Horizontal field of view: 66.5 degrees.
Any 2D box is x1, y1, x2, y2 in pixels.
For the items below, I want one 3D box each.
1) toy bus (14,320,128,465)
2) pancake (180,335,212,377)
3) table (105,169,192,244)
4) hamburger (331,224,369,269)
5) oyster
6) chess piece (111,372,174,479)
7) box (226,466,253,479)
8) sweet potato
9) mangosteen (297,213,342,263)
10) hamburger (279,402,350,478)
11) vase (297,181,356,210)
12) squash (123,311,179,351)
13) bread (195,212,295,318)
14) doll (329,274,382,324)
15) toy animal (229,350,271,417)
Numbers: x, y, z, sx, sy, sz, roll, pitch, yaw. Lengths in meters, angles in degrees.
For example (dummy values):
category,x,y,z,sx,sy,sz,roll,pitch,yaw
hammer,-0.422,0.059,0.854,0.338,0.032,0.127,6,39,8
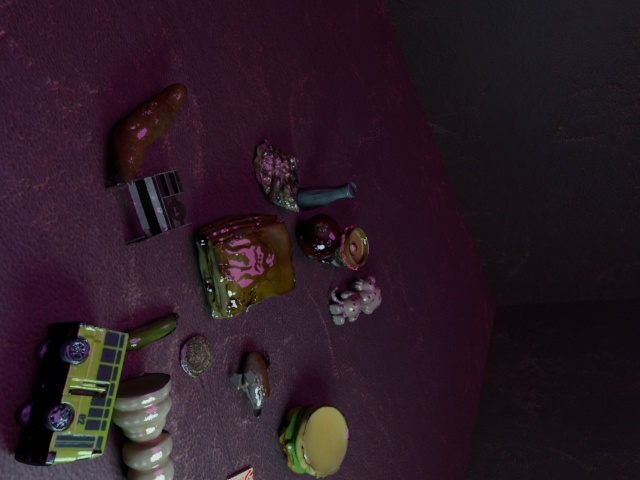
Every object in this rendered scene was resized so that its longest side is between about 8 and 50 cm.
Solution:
category,x,y,z,sx,sy,sz,roll,pitch,yaw
toy bus,-0.490,0.303,0.974,0.150,0.128,0.262,30,58,-49
pancake,-0.331,0.311,1.306,0.115,0.011,0.114,18,68,-53
table,-0.422,-0.086,1.219,0.175,0.063,0.146,-29,107,-53
hamburger,0.093,0.027,1.876,0.175,0.137,0.175,6,83,-54
oyster,-0.136,-0.226,1.657,0.223,0.083,0.214,34,53,-39
chess piece,-0.388,0.443,1.098,0.143,0.143,0.260,-16,100,-56
box,-0.225,0.684,1.373,0.093,0.015,0.058,3,82,-55
sweet potato,-0.440,-0.284,1.214,0.106,0.095,0.354,18,56,-3
mangosteen,0.000,0.000,1.745,0.180,0.166,0.166,73,26,-58
hamburger,-0.027,0.634,1.557,0.237,0.149,0.237,17,66,-44
vase,0.024,-0.164,1.750,0.086,0.214,0.086,16,70,-53
squash,-0.409,0.222,1.182,0.183,0.052,0.052,-19,99,-59
bread,-0.196,0.056,1.422,0.324,0.167,0.277,-20,99,-56
doll,0.140,0.234,1.935,0.278,0.119,0.154,-15,94,-46
toy animal,-0.184,0.419,1.442,0.179,0.089,0.188,14,65,-69
